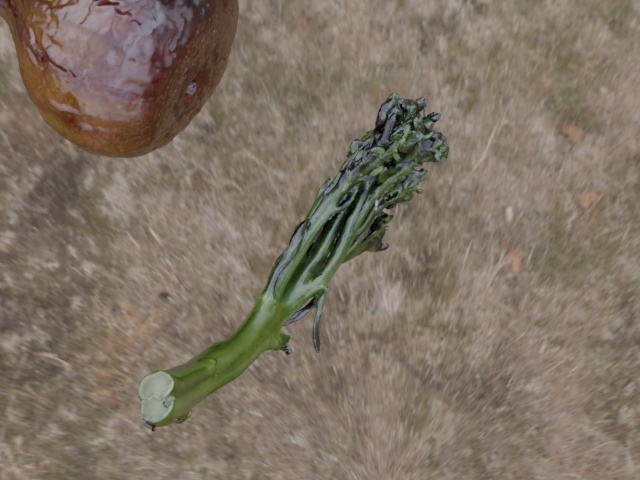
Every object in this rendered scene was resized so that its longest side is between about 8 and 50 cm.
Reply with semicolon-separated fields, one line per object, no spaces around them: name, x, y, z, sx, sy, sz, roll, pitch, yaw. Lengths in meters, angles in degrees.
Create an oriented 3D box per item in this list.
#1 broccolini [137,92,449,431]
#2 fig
broccolini;-0.004;0.005;0.662;0.062;0.271;0.123;23;121;15
fig;-0.155;-0.138;0.863;0.201;0.146;0.133;24;115;19
